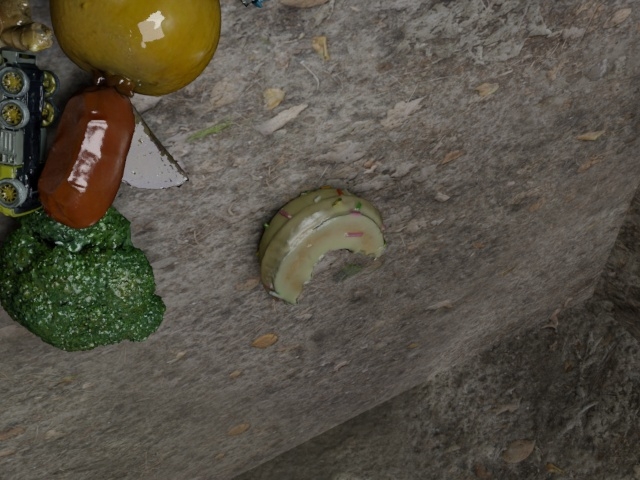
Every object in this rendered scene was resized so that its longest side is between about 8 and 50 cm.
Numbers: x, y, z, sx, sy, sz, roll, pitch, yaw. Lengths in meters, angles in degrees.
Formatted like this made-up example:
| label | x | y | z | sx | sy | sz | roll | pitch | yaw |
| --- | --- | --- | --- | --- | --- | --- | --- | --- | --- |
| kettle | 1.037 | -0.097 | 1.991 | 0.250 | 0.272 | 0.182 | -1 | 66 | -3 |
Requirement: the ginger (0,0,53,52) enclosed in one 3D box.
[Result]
| label | x | y | z | sx | sy | sz | roll | pitch | yaw |
| --- | --- | --- | --- | --- | --- | --- | --- | --- | --- |
| ginger | -0.485 | -0.349 | 1.004 | 0.067 | 0.165 | 0.096 | 76 | 36 | -64 |

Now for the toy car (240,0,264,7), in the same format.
| label | x | y | z | sx | sy | sz | roll | pitch | yaw |
| --- | --- | --- | --- | --- | --- | --- | --- | --- | --- |
| toy car | -0.126 | -0.486 | 1.143 | 0.126 | 0.098 | 0.161 | -41 | 139 | 10 |

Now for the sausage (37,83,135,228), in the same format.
| label | x | y | z | sx | sy | sz | roll | pitch | yaw |
| --- | --- | --- | --- | --- | --- | --- | --- | --- | --- |
| sausage | -0.404 | -0.148 | 1.098 | 0.133 | 0.133 | 0.258 | 20 | 82 | -46 |

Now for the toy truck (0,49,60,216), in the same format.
| label | x | y | z | sx | sy | sz | roll | pitch | yaw |
| --- | --- | --- | --- | --- | --- | --- | --- | --- | --- |
| toy truck | -0.549 | -0.186 | 1.071 | 0.157 | 0.124 | 0.272 | 9 | 104 | 4 |

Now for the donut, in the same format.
| label | x | y | z | sx | sy | sz | roll | pitch | yaw |
| --- | --- | --- | --- | --- | --- | --- | --- | --- | --- |
| donut | -0.008 | 0.000 | 1.681 | 0.371 | 0.150 | 0.307 | -29 | 140 | -8 |

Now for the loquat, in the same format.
| label | x | y | z | sx | sy | sz | roll | pitch | yaw |
| --- | --- | --- | --- | --- | --- | --- | --- | --- | --- |
| loquat | -0.292 | -0.357 | 1.016 | 0.275 | 0.275 | 0.275 | -20 | 139 | -18 |

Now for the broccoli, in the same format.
| label | x | y | z | sx | sy | sz | roll | pitch | yaw |
| --- | --- | --- | --- | --- | --- | --- | --- | --- | --- |
| broccoli | -0.500 | 0.076 | 1.296 | 0.321 | 0.310 | 0.413 | -33 | 123 | -1 |

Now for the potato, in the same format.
| label | x | y | z | sx | sy | sz | roll | pitch | yaw |
| --- | --- | --- | --- | --- | --- | --- | --- | --- | --- |
| potato | -0.387 | -0.185 | 1.242 | 0.138 | 0.098 | 0.243 | -38 | 125 | -8 |
